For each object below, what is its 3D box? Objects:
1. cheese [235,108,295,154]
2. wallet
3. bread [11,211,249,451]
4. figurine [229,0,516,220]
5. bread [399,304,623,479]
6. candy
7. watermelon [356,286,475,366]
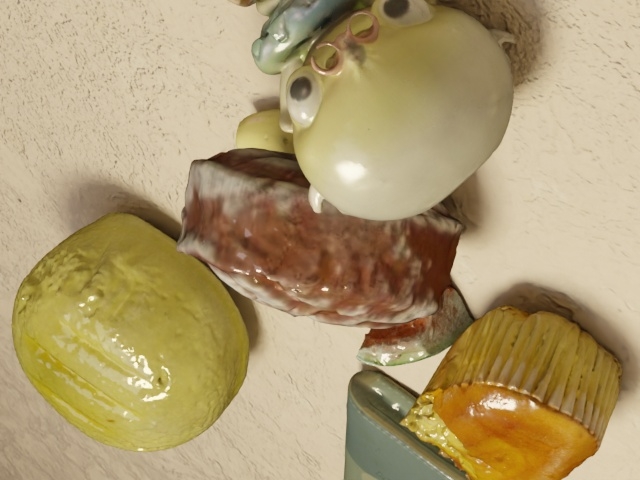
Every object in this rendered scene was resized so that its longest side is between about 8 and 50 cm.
[{"bbox_3d":[-0.002,-0.098,1.465,0.127,0.050,0.255,51,148,-13],"label":"cheese"},{"bbox_3d":[0.128,0.338,1.860,0.252,0.083,0.360,36,152,23],"label":"wallet"},{"bbox_3d":[-0.256,0.132,1.884,0.320,0.237,0.320,27,149,18],"label":"bread"},{"bbox_3d":[-0.007,-0.195,1.245,0.394,0.226,0.274,48,180,2],"label":"figurine"},{"bbox_3d":[0.200,0.176,1.476,0.179,0.133,0.250,31,150,-12],"label":"bread"},{"bbox_3d":[0.000,0.000,1.366,0.289,0.157,0.214,12,-179,-30],"label":"candy"},{"bbox_3d":[0.110,0.059,1.548,0.098,0.121,0.158,-3,85,33],"label":"watermelon"}]
